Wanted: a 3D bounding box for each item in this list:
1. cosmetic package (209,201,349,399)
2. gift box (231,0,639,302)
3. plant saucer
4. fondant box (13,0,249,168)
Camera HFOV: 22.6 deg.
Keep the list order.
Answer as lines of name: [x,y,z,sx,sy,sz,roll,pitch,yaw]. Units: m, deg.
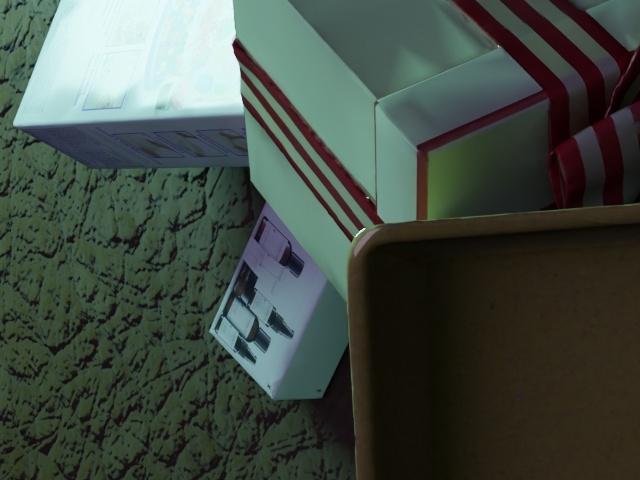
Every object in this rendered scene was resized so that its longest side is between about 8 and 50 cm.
cosmetic package: [0.000,0.000,1.251,0.099,0.060,0.239,41,117,38]
gift box: [0.119,-0.087,0.975,0.258,0.276,0.255,53,163,36]
plant saucer: [0.181,0.117,0.878,0.081,0.333,0.332,-101,8,-65]
fondant box: [-0.077,-0.180,1.259,0.330,0.096,0.238,1,67,47]
